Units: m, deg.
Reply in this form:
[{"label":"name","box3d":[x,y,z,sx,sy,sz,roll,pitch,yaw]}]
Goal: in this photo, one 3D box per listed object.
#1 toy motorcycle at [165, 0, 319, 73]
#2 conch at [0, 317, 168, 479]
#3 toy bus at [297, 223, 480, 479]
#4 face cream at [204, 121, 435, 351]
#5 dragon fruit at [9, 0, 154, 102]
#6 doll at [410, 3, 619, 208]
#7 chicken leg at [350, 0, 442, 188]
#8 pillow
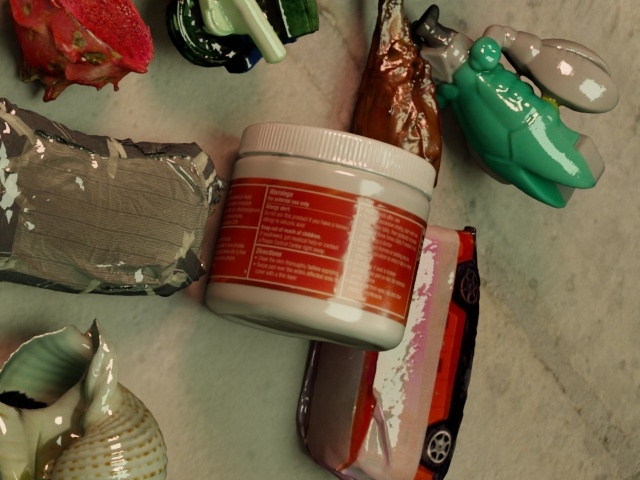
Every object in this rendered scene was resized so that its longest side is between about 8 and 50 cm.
[{"label":"toy motorcycle","box3d":[-0.100,-0.325,1.647,0.196,0.125,0.331,-28,110,-36]},{"label":"conch","box3d":[-0.228,0.183,1.587,0.172,0.131,0.200,0,66,-19]},{"label":"toy bus","box3d":[0.076,0.122,1.864,0.147,0.127,0.303,13,88,-38]},{"label":"face cream","box3d":[0.000,0.000,1.716,0.201,0.201,0.187,19,79,-43]},{"label":"dragon fruit","box3d":[-0.237,-0.185,1.557,0.111,0.153,0.153,-39,132,16]},{"label":"doll","box3d":[0.218,-0.161,1.909,0.153,0.195,0.258,-52,126,-37]},{"label":"chicken leg","box3d":[0.072,-0.193,1.836,0.093,0.113,0.304,-7,93,-29]},{"label":"pillow","box3d":[-0.221,-0.033,1.586,0.335,0.092,0.162,9,88,-43]}]
